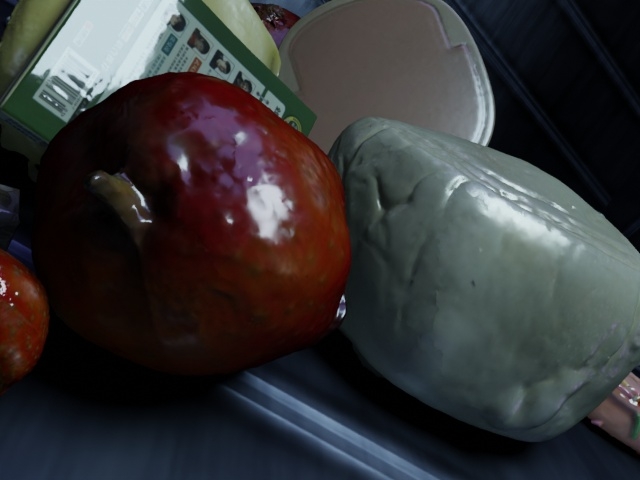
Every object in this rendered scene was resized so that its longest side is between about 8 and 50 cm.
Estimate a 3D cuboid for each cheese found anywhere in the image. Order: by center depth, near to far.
[{"bbox_3d":[-0.187,-0.179,0.633,0.128,0.316,0.260,-3,-50,51],"label":"cheese"}]

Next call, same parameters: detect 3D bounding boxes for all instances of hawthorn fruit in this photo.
[{"bbox_3d":[-0.186,0.039,0.319,0.093,0.093,0.093,28,17,-10],"label":"hawthorn fruit"},{"bbox_3d":[-0.088,-0.006,0.416,0.215,0.215,0.249,35,5,13],"label":"hawthorn fruit"}]

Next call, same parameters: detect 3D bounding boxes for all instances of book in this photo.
[{"bbox_3d":[-0.129,-0.118,0.590,0.027,0.202,0.264,1,-29,47],"label":"book"}]

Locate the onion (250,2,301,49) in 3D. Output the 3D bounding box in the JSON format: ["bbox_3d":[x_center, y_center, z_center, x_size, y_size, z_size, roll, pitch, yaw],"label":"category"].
[{"bbox_3d":[-0.124,-0.361,1.278,0.276,0.276,0.276,28,17,-10],"label":"onion"}]

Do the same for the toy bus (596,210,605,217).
[{"bbox_3d":[0.324,0.007,1.042,0.183,0.200,0.343,6,12,4],"label":"toy bus"}]

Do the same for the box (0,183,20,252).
[{"bbox_3d":[-0.253,-0.016,0.409,0.098,0.062,0.045,22,24,-35],"label":"box"}]

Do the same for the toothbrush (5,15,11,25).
[{"bbox_3d":[-0.448,-0.393,1.192,0.042,0.040,0.418,47,22,-2],"label":"toothbrush"}]

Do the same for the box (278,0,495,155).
[{"bbox_3d":[0.080,-0.177,0.904,0.301,0.301,0.216,32,-8,4],"label":"box"}]

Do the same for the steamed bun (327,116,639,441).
[{"bbox_3d":[0.163,0.047,0.616,0.383,0.247,0.236,27,15,-16],"label":"steamed bun"}]

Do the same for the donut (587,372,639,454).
[{"bbox_3d":[0.402,0.206,0.849,0.199,0.085,0.233,13,25,-47],"label":"donut"}]
